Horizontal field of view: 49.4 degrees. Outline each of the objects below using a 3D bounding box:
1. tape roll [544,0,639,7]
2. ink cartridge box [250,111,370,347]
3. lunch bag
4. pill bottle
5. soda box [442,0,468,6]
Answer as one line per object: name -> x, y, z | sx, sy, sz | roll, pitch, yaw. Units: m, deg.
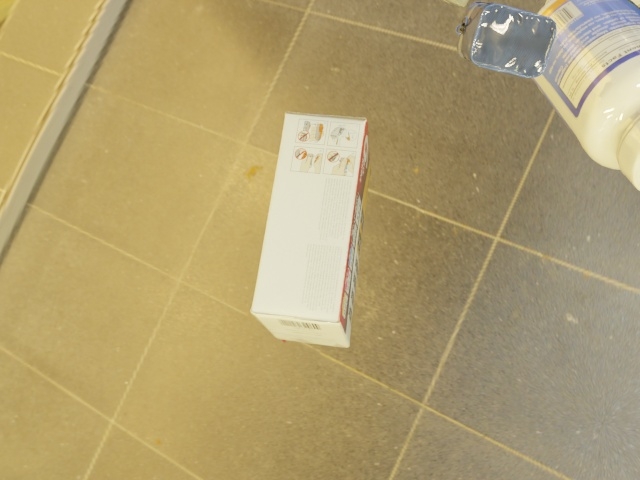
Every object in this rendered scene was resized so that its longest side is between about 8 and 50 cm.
tape roll -> 0.488, -0.332, 1.046 | 0.286, 0.286, 0.100 | -20, 49, 16
ink cartridge box -> 0.000, 0.000, 1.100 | 0.130, 0.272, 0.310 | 6, 73, 8
lunch bag -> 0.194, -0.217, 0.749 | 0.098, 0.065, 0.067 | 13, 109, -9
pill bottle -> 0.362, -0.181, 0.834 | 0.152, 0.152, 0.272 | -28, 45, 13
soda box -> 0.241, -0.519, 1.079 | 0.286, 0.098, 0.091 | -63, 25, 16
